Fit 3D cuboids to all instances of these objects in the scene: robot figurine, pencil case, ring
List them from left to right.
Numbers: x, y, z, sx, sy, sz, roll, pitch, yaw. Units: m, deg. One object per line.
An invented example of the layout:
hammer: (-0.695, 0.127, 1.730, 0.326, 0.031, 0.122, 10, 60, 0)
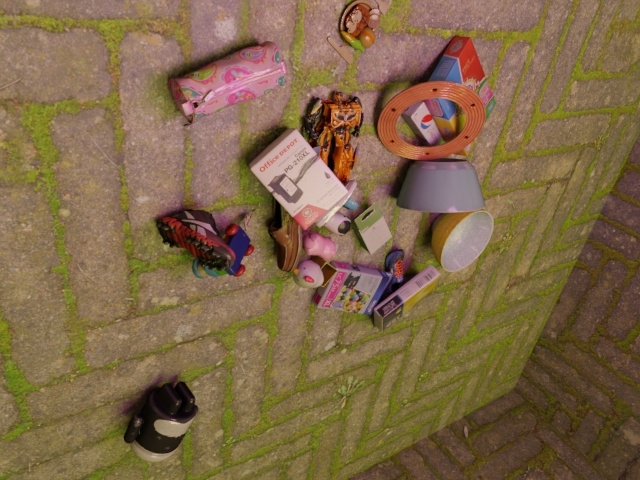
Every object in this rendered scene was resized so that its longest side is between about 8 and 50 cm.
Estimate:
robot figurine: (-0.531, 0.609, 1.693, 0.209, 0.173, 0.278, 26, 105, -15)
pencil case: (-0.222, -0.384, 1.223, 0.284, 0.124, 0.124, -29, 135, -19)
robot figurine: (0.043, -0.300, 1.518, 0.211, 0.085, 0.290, -12, 128, -30)
ring: (0.350, -0.379, 1.599, 0.337, 0.032, 0.336, 2, 148, 1)

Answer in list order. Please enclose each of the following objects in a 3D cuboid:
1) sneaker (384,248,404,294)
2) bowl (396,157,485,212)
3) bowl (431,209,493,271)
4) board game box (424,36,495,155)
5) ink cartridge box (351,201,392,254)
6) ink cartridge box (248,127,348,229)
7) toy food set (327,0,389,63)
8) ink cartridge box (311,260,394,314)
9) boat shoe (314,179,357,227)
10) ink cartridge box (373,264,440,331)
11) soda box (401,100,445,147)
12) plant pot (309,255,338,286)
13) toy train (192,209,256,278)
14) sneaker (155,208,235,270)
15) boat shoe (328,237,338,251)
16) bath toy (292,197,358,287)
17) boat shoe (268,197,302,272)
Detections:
sneaker: (0.311, 0.131, 2.055, 0.083, 0.087, 0.221, -15, 129, -30)
bowl: (0.426, -0.203, 1.772, 0.312, 0.312, 0.163, -10, 108, -33)
bowl: (0.553, -0.030, 2.073, 0.290, 0.156, 0.289, -21, 132, -26)
board game box: (0.470, -0.475, 1.686, 0.316, 0.064, 0.242, 42, 74, -46)
ink cartridge box: (0.177, -0.055, 1.827, 0.109, 0.062, 0.209, -39, 137, -8)
ink cartridge box: (-0.065, -0.178, 1.434, 0.172, 0.100, 0.237, -41, 108, 1)
toy food set: (0.114, -0.595, 1.387, 0.132, 0.038, 0.192, 27, 102, -46)
ink cartridge box: (0.140, 0.192, 1.951, 0.311, 0.065, 0.185, 11, 114, -34)
boat shoe: (0.035, -0.125, 1.547, 0.063, 0.066, 0.184, 42, 98, -12)
ink cartridge box: (0.360, 0.262, 2.132, 0.304, 0.072, 0.307, -37, 156, -9)
soda box: (0.353, -0.395, 1.705, 0.074, 0.069, 0.216, -50, 138, 3)
plant pot: (-0.006, 0.100, 1.783, 0.081, 0.083, 0.081, -48, 138, 3)
toy train: (-0.278, 0.009, 1.486, 0.143, 0.248, 0.105, -17, 125, 26)
sneaker: (-0.309, -0.013, 1.338, 0.135, 0.276, 0.097, -38, 139, -35)
boat shoe: (0.033, 0.008, 1.787, 0.100, 0.035, 0.035, 36, 69, -44)
bath toy: (0.000, 0.000, 1.652, 0.152, 0.129, 0.348, 24, 95, -2)
boat shoe: (-0.118, -0.040, 1.584, 0.105, 0.111, 0.307, -5, 114, -31)
